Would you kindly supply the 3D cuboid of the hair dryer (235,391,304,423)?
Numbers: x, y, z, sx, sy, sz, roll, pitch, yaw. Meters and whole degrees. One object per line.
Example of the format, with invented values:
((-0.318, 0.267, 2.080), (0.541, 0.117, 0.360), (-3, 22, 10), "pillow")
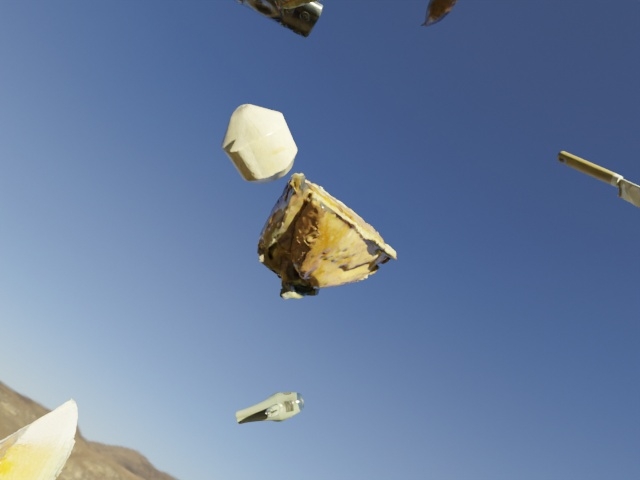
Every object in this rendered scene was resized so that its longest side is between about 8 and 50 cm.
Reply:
((-0.142, 0.403, 0.982), (0.167, 0.068, 0.199), (-21, -15, 15), "hair dryer")

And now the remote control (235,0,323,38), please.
((-0.179, -0.505, 0.811), (0.377, 0.044, 0.107), (22, -4, -17), "remote control")

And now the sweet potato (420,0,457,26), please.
((0.220, -0.430, 0.624), (0.067, 0.067, 0.274), (32, -39, 1), "sweet potato")

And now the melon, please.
((-0.474, 0.331, 0.649), (0.139, 0.203, 0.093), (0, -46, 18), "melon")

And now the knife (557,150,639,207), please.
((0.546, -0.092, 0.766), (0.298, 0.017, 0.047), (-126, -163, -51), "knife")

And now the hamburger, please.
((-0.007, 0.003, 0.417), (0.087, 0.102, 0.176), (57, 15, 28), "hamburger")

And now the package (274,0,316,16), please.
((-0.049, -0.464, 0.749), (0.120, 0.031, 0.108), (-3, -47, 30), "package")

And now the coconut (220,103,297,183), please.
((-0.182, -0.286, 1.240), (0.202, 0.202, 0.222), (-1, -48, 37), "coconut")
